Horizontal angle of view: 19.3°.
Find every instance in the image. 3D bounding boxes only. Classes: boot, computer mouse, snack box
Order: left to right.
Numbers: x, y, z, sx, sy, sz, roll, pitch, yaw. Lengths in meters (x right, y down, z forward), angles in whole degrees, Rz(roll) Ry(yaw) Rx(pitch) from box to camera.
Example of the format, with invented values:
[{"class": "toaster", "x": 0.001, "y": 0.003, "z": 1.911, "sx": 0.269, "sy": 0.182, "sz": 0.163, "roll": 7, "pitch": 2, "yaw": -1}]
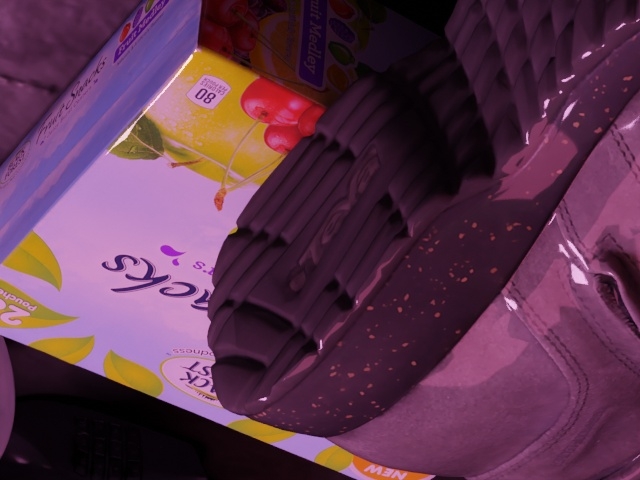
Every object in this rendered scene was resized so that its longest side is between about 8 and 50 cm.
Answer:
[{"class": "computer mouse", "x": -0.050, "y": 0.133, "z": 0.889, "sx": 0.242, "sy": 0.041, "sz": 0.071, "roll": 20, "pitch": 139, "yaw": -19}, {"class": "snack box", "x": 0.000, "y": 0.000, "z": 0.688, "sx": 0.207, "sy": 0.070, "sz": 0.174, "roll": 27, "pitch": 135, "yaw": -24}, {"class": "boot", "x": 0.142, "y": -0.028, "z": 0.573, "sx": 0.222, "sy": 0.118, "sz": 0.338, "roll": 27, "pitch": 124, "yaw": -28}]

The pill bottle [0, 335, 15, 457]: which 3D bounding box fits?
[{"class": "pill bottle", "x": -0.231, "y": 0.081, "z": 0.787, "sx": 0.193, "sy": 0.108, "sz": 0.108, "roll": -24, "pitch": 134, "yaw": 31}]
